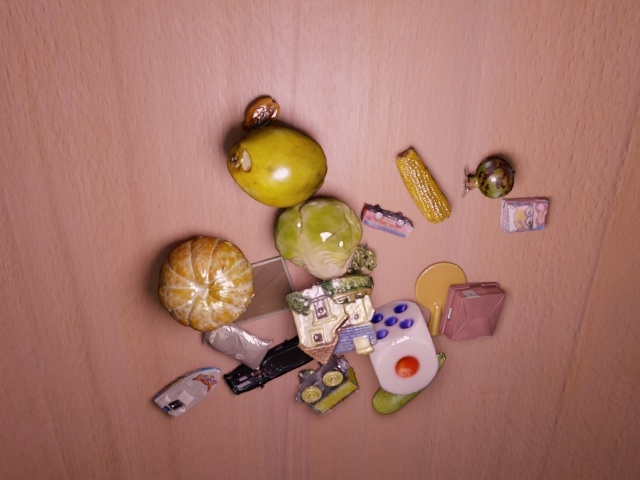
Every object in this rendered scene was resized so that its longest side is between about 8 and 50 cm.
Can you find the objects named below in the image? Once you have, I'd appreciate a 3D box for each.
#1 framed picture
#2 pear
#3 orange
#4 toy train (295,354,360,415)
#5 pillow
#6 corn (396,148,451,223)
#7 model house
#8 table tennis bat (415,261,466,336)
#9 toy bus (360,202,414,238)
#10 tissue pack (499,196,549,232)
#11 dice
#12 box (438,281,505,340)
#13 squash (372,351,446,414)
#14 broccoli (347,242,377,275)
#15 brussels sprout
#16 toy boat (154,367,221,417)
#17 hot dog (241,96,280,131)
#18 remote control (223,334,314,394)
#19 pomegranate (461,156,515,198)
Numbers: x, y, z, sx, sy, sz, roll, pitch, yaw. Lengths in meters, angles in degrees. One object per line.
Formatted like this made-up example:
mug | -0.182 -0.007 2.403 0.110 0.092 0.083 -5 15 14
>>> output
framed picture | -0.259 0.198 1.958 0.324 0.020 0.240 -17 115 2
pear | -0.130 -0.231 1.650 0.321 0.269 0.269 0 116 -26
orange | -0.389 0.147 1.782 0.330 0.249 0.329 0 94 -8
toy train | 0.026 0.568 2.103 0.261 0.134 0.177 -40 121 13
pillow | -0.316 0.387 1.982 0.255 0.059 0.169 29 107 -8
corn | 0.356 -0.171 1.805 0.101 0.101 0.310 -34 115 10
model house | 0.054 0.283 1.833 0.321 0.261 0.266 -15 77 6
table tennis bat | 0.458 0.231 2.032 0.199 0.050 0.320 0 112 -8
toy bus | 0.234 -0.069 1.861 0.192 0.065 0.077 18 119 -13
tissue pack | 0.736 -0.094 1.900 0.155 0.065 0.115 -4 116 -3
dice | 0.301 0.401 1.986 0.243 0.251 0.259 -21 115 6
box | 0.584 0.272 2.016 0.215 0.086 0.215 -2 116 -23
squash | 0.368 0.589 2.155 0.371 0.118 0.118 -38 113 10
broccoli | 0.143 0.085 1.891 0.131 0.120 0.130 -25 121 2
brussels sprout | 0.005 -0.012 1.764 0.317 0.242 0.274 40 108 -18
toy boat | -0.510 0.587 2.076 0.295 0.088 0.129 -35 114 11
hot dog | -0.192 -0.393 1.671 0.090 0.060 0.140 36 100 -16
remote control | -0.192 0.493 2.080 0.399 0.062 0.144 -29 114 8
pomegranate | 0.576 -0.215 1.798 0.169 0.148 0.148 8 117 19
